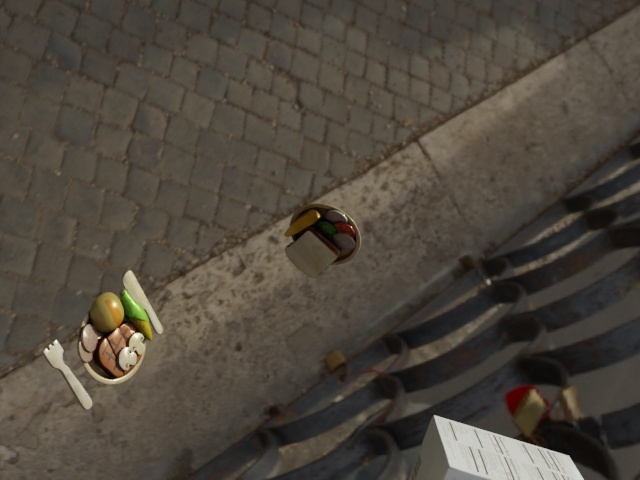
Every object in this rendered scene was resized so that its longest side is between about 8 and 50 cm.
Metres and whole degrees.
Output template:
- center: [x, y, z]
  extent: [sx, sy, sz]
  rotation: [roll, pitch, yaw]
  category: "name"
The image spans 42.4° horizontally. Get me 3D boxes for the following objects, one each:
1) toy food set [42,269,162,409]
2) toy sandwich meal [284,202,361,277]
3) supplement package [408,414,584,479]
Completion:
- center: [-0.293, 0.141, 1.180]
  extent: [0.192, 0.038, 0.132]
  rotation: [-52, 125, -44]
  category: "toy food set"
- center: [0.000, 0.000, 0.845]
  extent: [0.085, 0.085, 0.029]
  rotation: [45, 40, -14]
  category: "toy sandwich meal"
- center: [0.293, 0.457, 1.396]
  extent: [0.262, 0.198, 0.199]
  rotation: [17, 102, -4]
  category: "supplement package"
